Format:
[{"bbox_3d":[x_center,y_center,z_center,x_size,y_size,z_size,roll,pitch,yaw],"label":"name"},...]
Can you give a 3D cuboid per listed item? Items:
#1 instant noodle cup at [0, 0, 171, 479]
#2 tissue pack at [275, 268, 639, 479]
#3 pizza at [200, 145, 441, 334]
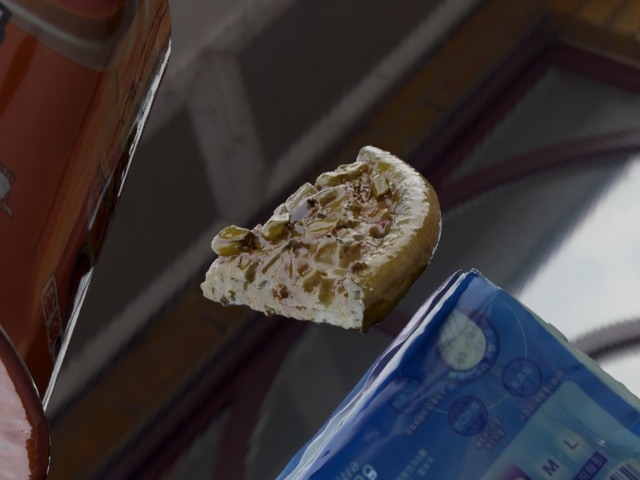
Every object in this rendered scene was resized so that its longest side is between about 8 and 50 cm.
[{"bbox_3d":[-0.179,-0.037,0.684,0.250,0.250,0.192,71,-149,-44],"label":"instant noodle cup"},{"bbox_3d":[0.063,0.173,0.989,0.263,0.198,0.146,-49,1,-3],"label":"tissue pack"},{"bbox_3d":[0.000,0.000,0.976,0.178,0.131,0.041,-61,-43,-57],"label":"pizza"}]
